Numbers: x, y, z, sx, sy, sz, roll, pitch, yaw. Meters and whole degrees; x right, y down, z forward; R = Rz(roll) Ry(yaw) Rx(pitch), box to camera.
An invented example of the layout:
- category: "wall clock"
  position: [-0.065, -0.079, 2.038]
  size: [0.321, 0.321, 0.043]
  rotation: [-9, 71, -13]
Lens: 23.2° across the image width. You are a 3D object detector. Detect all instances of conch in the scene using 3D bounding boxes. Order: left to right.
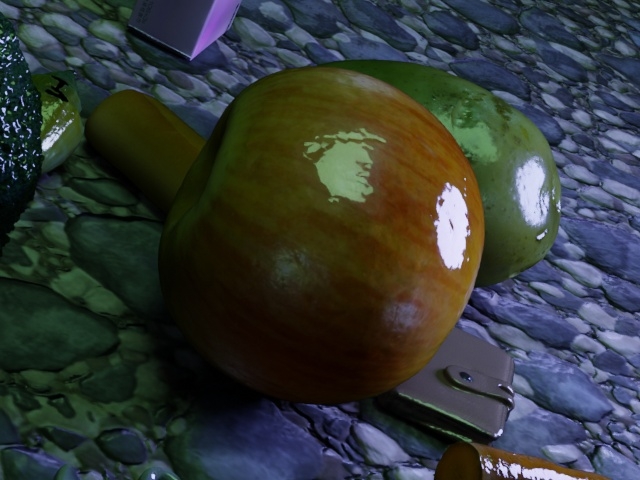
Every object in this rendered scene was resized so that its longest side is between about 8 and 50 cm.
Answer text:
- category: "conch"
  position: [-0.274, -0.102, 1.437]
  size: [0.095, 0.079, 0.201]
  rotation: [16, 31, 24]

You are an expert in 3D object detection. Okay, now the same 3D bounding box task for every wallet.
- category: "wallet"
  position: [0.118, 0.124, 1.392]
  size: [0.118, 0.039, 0.153]
  rotation: [23, 26, 1]

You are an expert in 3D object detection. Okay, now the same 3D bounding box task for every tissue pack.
- category: "tissue pack"
  position: [-0.122, -0.345, 1.794]
  size: [0.092, 0.246, 0.148]
  rotation: [29, 29, 4]

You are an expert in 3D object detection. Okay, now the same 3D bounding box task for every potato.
- category: "potato"
  position: [0.096, -0.072, 1.541]
  size: [0.304, 0.216, 0.216]
  rotation: [34, 28, 11]

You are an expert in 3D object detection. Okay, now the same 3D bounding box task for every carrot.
- category: "carrot"
  position: [0.193, 0.209, 1.293]
  size: [0.209, 0.061, 0.061]
  rotation: [13, 29, -32]

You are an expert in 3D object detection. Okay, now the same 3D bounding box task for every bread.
- category: "bread"
  position: [-0.129, -0.065, 1.484]
  size: [0.239, 0.074, 0.092]
  rotation: [40, 36, 27]

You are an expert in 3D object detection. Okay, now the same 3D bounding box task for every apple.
- category: "apple"
  position: [0.000, 0.000, 1.271]
  size: [0.233, 0.286, 0.286]
  rotation: [26, 26, -14]

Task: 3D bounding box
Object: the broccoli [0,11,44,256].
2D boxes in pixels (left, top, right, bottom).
- category: "broccoli"
  position: [-0.340, -0.072, 1.148]
  size: [0.297, 0.297, 0.297]
  rotation: [7, 20, 23]

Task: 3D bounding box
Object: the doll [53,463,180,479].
- category: "doll"
  position: [-0.081, 0.264, 0.908]
  size: [0.145, 0.103, 0.316]
  rotation: [-2, 42, -11]
